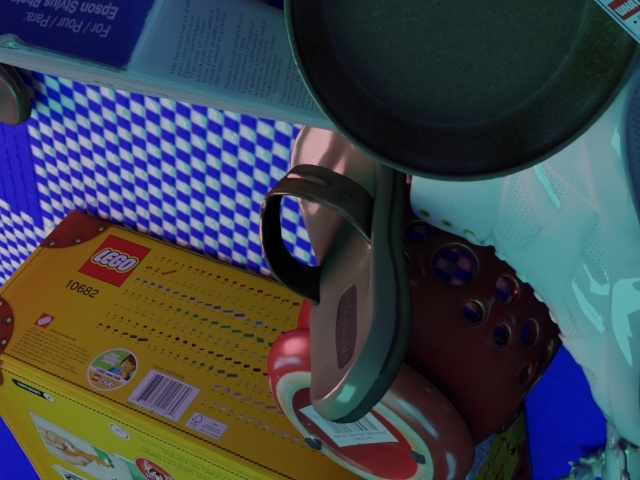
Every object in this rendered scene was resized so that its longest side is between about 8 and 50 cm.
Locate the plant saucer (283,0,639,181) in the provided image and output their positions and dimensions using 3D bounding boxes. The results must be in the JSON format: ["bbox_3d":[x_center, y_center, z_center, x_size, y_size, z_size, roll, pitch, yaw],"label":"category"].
[{"bbox_3d":[0.076,-0.131,0.662,0.198,0.198,0.036,48,-178,-19],"label":"plant saucer"}]

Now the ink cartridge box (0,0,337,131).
[{"bbox_3d":[-0.163,-0.138,0.783,0.324,0.071,0.330,15,-177,34],"label":"ink cartridge box"}]

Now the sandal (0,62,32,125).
[{"bbox_3d":[-0.357,-0.155,1.151,0.219,0.060,0.090,27,148,16],"label":"sandal"}]

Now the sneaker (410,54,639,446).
[{"bbox_3d":[0.153,0.001,0.818,0.169,0.108,0.292,13,132,37],"label":"sneaker"}]

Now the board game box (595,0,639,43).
[{"bbox_3d":[0.152,-0.243,0.462,0.318,0.066,0.318,39,144,-15],"label":"board game box"}]

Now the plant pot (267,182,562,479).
[{"bbox_3d":[0.069,0.082,0.937,0.191,0.174,0.191,25,149,16],"label":"plant pot"}]

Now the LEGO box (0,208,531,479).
[{"bbox_3d":[-0.058,0.219,1.226,0.500,0.193,0.372,19,145,27],"label":"LEGO box"}]

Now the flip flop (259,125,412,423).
[{"bbox_3d":[0.000,0.000,0.826,0.080,0.277,0.112,19,130,-18],"label":"flip flop"}]

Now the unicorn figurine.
[{"bbox_3d":[0.240,0.185,1.001,0.060,0.111,0.162,4,127,-15],"label":"unicorn figurine"}]
